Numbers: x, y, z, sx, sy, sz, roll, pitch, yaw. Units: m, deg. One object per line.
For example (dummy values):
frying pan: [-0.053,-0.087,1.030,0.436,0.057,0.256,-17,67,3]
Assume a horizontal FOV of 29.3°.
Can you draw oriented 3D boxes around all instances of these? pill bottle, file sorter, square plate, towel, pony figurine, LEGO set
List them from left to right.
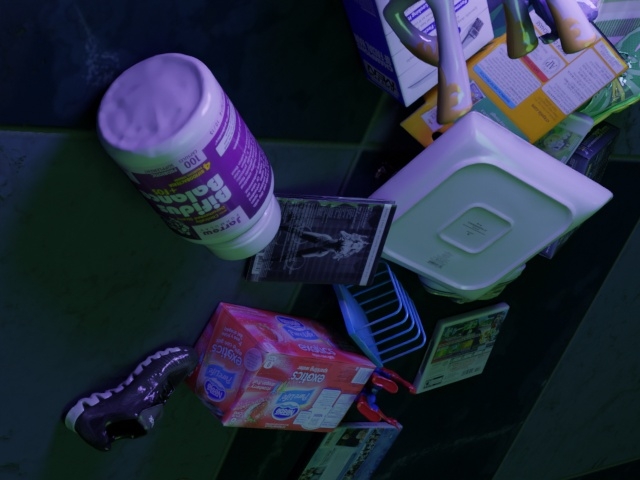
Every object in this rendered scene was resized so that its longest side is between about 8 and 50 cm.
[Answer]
pill bottle: [-0.162,-0.098,1.648,0.169,0.169,0.301,-43,143,-7]
file sorter: [0.105,0.127,2.144,0.104,0.118,0.170,-23,149,9]
LEGO set: [0.121,-0.107,2.064,0.054,0.023,0.083,-45,131,-8]
square plate: [0.256,-0.033,2.044,0.347,0.049,0.344,25,130,-32]
pony figurine: [0.193,-0.374,1.500,0.351,0.303,0.363,-28,114,11]
towel: [0.537,-0.371,2.231,0.248,0.038,0.325,-11,130,-40]

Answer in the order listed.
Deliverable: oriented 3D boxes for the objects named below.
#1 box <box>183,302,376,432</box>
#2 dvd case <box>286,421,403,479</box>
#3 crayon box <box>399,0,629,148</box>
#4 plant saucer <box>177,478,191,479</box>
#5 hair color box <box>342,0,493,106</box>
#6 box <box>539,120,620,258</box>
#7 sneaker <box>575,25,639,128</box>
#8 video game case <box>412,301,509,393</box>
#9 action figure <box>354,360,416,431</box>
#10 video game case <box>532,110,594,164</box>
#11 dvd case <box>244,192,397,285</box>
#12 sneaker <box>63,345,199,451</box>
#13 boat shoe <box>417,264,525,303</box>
box: [-0.069,0.220,2.064,0.300,0.142,0.154,13,112,-51]
dvd case: [0.046,0.445,2.499,0.253,0.022,0.180,10,117,-50]
crayon box: [0.298,-0.251,1.955,0.323,0.083,0.203,-39,126,17]
plant saucer: [-0.260,0.466,2.208,0.083,0.015,0.083,-27,140,-26]
hair color box: [0.125,-0.375,1.738,0.185,0.110,0.339,-39,141,-13]
box: [0.489,-0.101,2.366,0.183,0.059,0.233,-38,149,-50]
sneaker: [0.493,-0.283,2.138,0.295,0.109,0.123,-40,146,-10]
video game case: [0.290,0.221,2.541,0.201,0.023,0.183,-11,131,-39]
action figure: [0.123,0.291,2.249,0.091,0.139,0.280,-58,-175,0]
video game case: [0.336,-0.152,2.108,0.193,0.023,0.212,17,122,-24]
dvd case: [0.000,0.000,1.970,0.221,0.018,0.165,3,124,-20]
sneaker: [-0.276,0.254,1.915,0.234,0.106,0.078,-31,142,-22]
boat shoe: [0.284,0.077,2.331,0.302,0.109,0.094,-4,128,-47]
